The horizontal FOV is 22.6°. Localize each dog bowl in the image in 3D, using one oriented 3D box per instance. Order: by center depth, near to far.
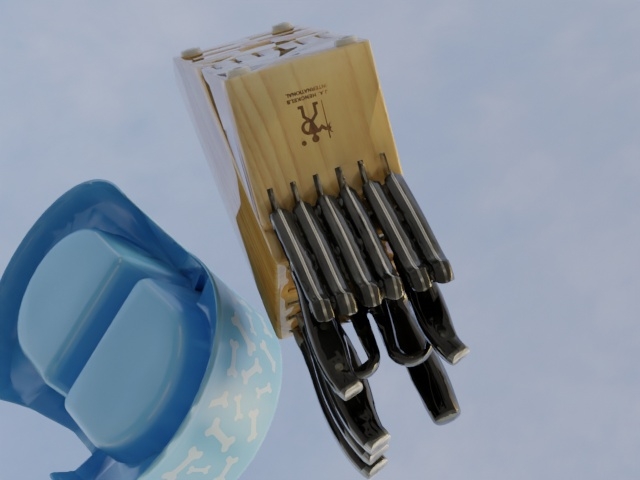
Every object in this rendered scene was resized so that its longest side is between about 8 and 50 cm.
[{"bbox_3d":[-0.125,0.071,1.051,0.074,0.297,0.166,30,-86,-34],"label":"dog bowl"}]

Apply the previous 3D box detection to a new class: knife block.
[{"bbox_3d":[0.000,0.000,0.962,0.088,0.275,0.242,-16,-76,-11],"label":"knife block"}]
